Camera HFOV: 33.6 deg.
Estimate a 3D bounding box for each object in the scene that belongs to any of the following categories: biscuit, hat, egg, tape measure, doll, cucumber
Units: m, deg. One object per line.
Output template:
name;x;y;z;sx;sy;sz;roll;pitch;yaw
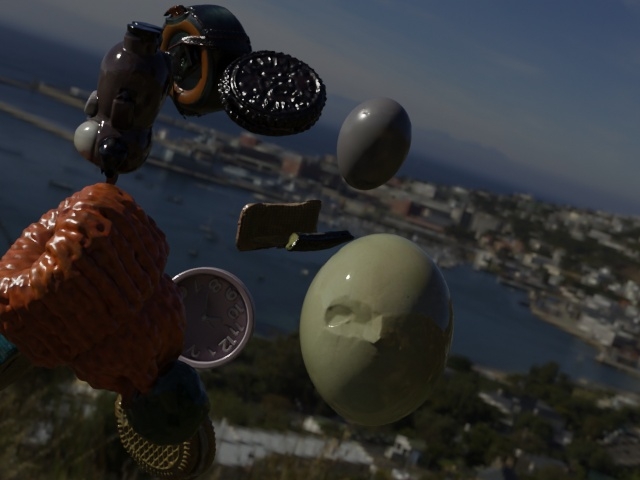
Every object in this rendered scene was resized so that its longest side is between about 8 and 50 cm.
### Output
biscuit;-0.341;0.412;2.310;0.259;0.259;0.079;21;29;31
hat;-0.287;0.117;1.608;0.400;0.285;0.285;43;-1;-16
egg;0.107;-0.195;2.149;0.146;0.199;0.146;21;26;-11
egg;0.078;0.124;1.491;0.219;0.269;0.219;7;-13;2
tape measure;-0.225;-0.340;2.003;0.135;0.202;0.223;-16;-11;-37
doll;-0.302;-0.209;1.645;0.117;0.257;0.182;21;14;-5
cucumber;0.000;0.002;1.865;0.134;0.034;0.033;-1;19;-31
biscuit;-0.084;-0.259;1.859;0.194;0.053;0.195;8;50;-10

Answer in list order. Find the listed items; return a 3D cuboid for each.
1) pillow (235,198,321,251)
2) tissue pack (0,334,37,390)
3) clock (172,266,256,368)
pillow;-0.098;-0.033;2.487;0.211;0.135;0.034;-5;36;-25
tissue pack;-0.668;0.162;1.964;0.271;0.192;0.134;49;-21;15
clock;-0.225;0.151;2.069;0.196;0.197;0.068;17;-1;-1
